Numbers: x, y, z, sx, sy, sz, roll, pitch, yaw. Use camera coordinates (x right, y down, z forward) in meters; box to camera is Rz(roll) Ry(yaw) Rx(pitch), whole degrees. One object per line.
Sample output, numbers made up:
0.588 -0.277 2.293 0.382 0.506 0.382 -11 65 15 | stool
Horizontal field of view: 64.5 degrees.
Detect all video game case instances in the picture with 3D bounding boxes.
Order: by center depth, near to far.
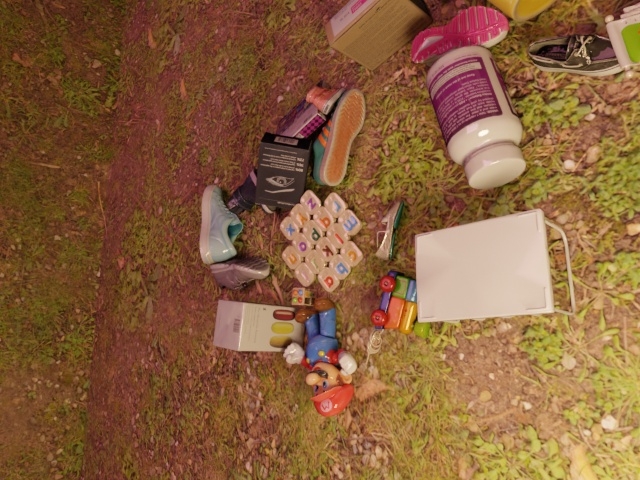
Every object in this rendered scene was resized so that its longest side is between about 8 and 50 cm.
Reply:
-0.065 -0.390 1.653 0.232 0.041 0.210 -36 33 34 | video game case

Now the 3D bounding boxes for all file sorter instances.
0.365 0.072 1.065 0.277 0.173 0.193 -14 70 43 | file sorter

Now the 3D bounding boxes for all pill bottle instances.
0.357 -0.276 1.160 0.169 0.169 0.302 -30 60 37 | pill bottle

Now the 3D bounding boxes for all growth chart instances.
0.671 -0.417 0.954 0.237 0.021 0.172 -25 63 24 | growth chart

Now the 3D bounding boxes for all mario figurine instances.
-0.006 0.315 1.380 0.198 0.169 0.321 102 160 -53 | mario figurine

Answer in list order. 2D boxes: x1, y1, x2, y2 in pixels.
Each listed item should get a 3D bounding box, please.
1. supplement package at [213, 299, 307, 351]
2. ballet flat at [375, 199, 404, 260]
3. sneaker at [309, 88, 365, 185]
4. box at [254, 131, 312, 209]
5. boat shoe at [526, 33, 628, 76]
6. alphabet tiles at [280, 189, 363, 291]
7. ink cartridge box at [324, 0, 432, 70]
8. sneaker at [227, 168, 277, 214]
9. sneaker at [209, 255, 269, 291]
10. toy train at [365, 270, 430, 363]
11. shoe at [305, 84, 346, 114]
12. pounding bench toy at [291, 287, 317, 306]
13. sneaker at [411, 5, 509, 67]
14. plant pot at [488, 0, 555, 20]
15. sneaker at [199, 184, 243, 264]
-0.176 0.257 1.519 0.133 0.244 0.139 -2 80 46 | supplement package
0.181 -0.031 1.355 0.052 0.057 0.169 13 89 17 | ballet flat
0.038 -0.316 1.538 0.121 0.108 0.303 17 87 52 | sneaker
-0.116 -0.213 1.574 0.108 0.153 0.207 -81 2 -61 | box
0.545 -0.393 1.067 0.219 0.070 0.078 16 92 46 | boat shoe
0.000 0.000 1.521 0.284 0.021 0.278 -50 66 25 | alphabet tiles
0.161 -0.609 1.422 0.234 0.193 0.088 -30 61 36 | ink cartridge box
-0.241 -0.129 1.781 0.163 0.086 0.226 -43 42 16 | sneaker
-0.271 0.124 1.777 0.281 0.105 0.116 -2 104 45 | sneaker
0.205 0.210 1.258 0.143 0.105 0.248 15 91 33 | toy train
0.017 -0.440 1.532 0.081 0.178 0.064 33 126 1 | shoe
-0.062 0.173 1.552 0.083 0.065 0.052 -6 76 45 | pounding bench toy
0.353 -0.491 1.254 0.252 0.111 0.103 2 84 48 | sneaker
0.431 -0.639 1.134 0.254 0.253 0.239 -40 69 32 | plant pot
-0.362 -0.067 1.901 0.149 0.135 0.366 -7 54 0 | sneaker
